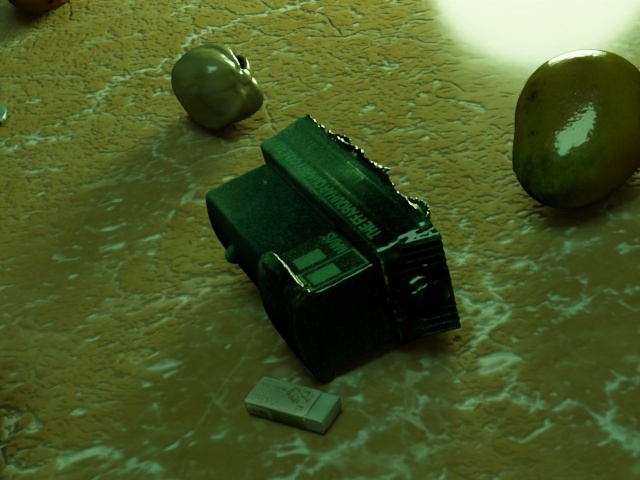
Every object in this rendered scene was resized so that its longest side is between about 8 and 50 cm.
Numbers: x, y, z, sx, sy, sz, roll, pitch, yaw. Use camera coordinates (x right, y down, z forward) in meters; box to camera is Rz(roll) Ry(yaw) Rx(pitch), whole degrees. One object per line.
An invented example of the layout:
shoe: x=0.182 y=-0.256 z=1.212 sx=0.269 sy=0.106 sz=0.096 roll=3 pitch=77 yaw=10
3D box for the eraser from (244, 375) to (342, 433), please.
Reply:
eraser: x=-0.025 y=0.149 z=1.087 sx=0.083 sy=0.019 sz=0.038 roll=10 pitch=39 yaw=30

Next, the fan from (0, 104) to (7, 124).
fan: x=-0.583 y=-0.145 z=1.691 sx=0.282 sy=0.023 sz=0.057 roll=-15 pitch=36 yaw=-6

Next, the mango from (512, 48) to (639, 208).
mango: x=0.286 y=-0.121 z=1.294 sx=0.151 sy=0.120 sz=0.221 roll=-5 pitch=41 yaw=17

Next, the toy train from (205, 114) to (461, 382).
toy train: x=0.000 y=0.000 z=1.197 sx=0.178 sy=0.139 sz=0.330 roll=-27 pitch=36 yaw=-14

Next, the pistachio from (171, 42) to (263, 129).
pistachio: x=-0.139 y=-0.202 z=1.566 sx=0.113 sy=0.113 sz=0.149 roll=-30 pitch=23 yaw=-25

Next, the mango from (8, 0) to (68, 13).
mango: x=-0.483 y=-0.471 z=2.018 sx=0.151 sy=0.156 sz=0.249 roll=-45 pitch=33 yaw=16
